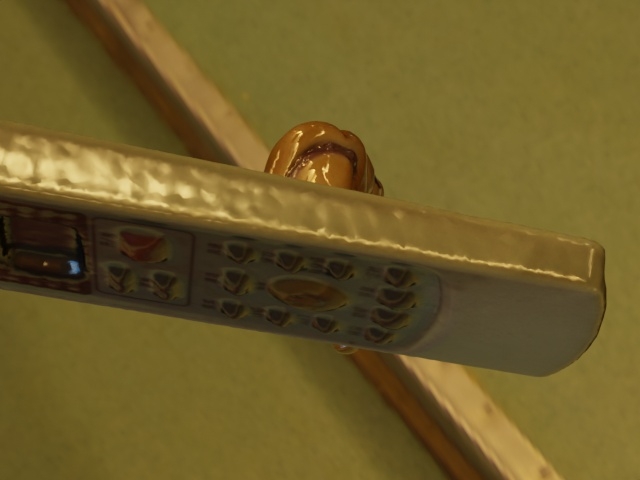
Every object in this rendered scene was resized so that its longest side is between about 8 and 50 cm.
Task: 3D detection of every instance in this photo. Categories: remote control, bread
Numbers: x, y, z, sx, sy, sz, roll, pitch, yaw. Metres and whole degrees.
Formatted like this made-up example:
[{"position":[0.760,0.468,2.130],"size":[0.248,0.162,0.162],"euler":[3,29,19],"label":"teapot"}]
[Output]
[{"position":[-0.027,0.008,0.786],"size":[0.285,0.123,0.038],"euler":[12,70,-2],"label":"remote control"},{"position":[0.000,0.000,1.397],"size":[0.081,0.225,0.134],"euler":[5,75,10],"label":"bread"}]
